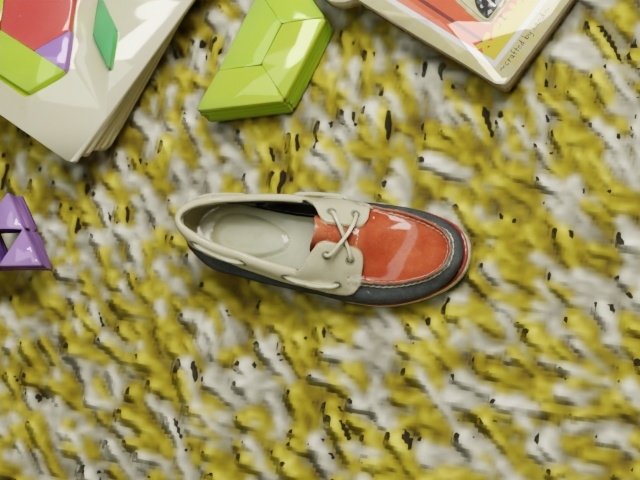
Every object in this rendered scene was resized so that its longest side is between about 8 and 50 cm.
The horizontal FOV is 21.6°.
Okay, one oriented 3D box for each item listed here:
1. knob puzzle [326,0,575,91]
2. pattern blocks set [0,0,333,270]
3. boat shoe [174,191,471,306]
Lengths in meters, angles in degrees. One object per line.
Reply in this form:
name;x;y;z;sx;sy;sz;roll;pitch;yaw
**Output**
knob puzzle;0.059;-0.192;0.792;0.213;0.030;0.213;-3;76;14
pattern blocks set;-0.126;-0.140;0.855;0.285;0.026;0.325;18;80;20
boat shoe;0.000;0.000;0.769;0.137;0.043;0.049;7;76;22
